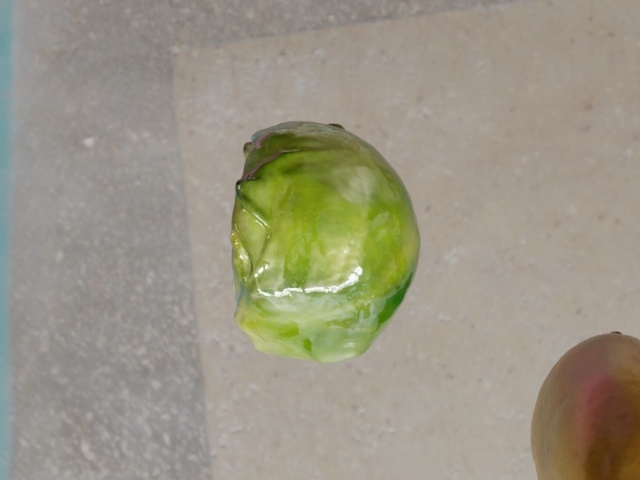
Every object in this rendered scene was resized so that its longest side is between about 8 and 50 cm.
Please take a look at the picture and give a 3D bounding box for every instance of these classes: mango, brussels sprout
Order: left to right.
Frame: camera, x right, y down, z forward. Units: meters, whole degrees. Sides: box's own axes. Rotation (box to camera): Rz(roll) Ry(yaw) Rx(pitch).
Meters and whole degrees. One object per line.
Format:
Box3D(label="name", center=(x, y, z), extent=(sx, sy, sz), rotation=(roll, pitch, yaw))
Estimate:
Box3D(label="brussels sprout", center=(0.004, -0.001, 0.713), extent=(0.122, 0.151, 0.149), rotation=(10, 53, 2))
Box3D(label="mango", center=(0.222, 0.163, 0.826), extent=(0.109, 0.147, 0.227), rotation=(21, 29, -5))
